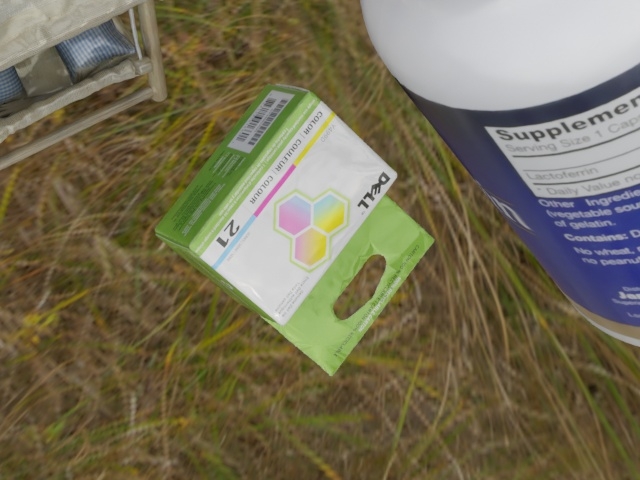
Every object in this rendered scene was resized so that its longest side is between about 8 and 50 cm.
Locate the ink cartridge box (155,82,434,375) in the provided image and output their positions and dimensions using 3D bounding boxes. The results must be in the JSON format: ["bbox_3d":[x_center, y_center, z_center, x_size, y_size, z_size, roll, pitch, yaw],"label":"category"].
[{"bbox_3d":[0.000,0.000,1.500,0.255,0.097,0.189,41,81,-27],"label":"ink cartridge box"}]

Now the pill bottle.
[{"bbox_3d":[0.108,-0.082,0.584,0.153,0.153,0.264,-35,133,9],"label":"pill bottle"}]

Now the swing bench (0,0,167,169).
[{"bbox_3d":[-0.292,-0.219,1.565,0.253,0.254,0.165,-30,70,-23],"label":"swing bench"}]
